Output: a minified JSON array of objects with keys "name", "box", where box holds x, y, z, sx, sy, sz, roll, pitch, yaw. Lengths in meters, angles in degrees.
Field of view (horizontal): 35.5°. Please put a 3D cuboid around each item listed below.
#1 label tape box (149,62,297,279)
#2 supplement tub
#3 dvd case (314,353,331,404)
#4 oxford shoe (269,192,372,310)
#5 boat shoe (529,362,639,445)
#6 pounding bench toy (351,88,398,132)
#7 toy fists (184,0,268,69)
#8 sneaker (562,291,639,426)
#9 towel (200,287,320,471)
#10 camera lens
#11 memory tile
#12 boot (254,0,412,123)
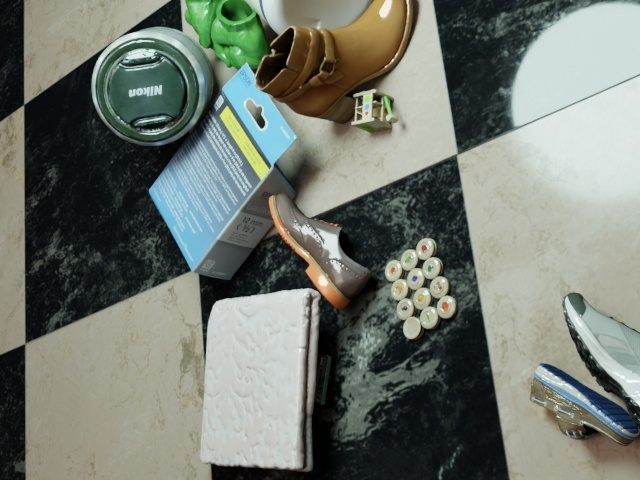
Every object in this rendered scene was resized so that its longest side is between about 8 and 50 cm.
[{"name":"label tape box","box":[-0.167,-0.133,1.964,0.348,0.115,0.249,-49,51,20]},{"name":"supplement tub","box":[-0.065,-0.538,1.876,0.235,0.235,0.325,-55,48,19]},{"name":"dvd case","box":[-0.032,0.245,1.805,0.119,0.013,0.087,2,81,43]},{"name":"oxford shoe","box":[0.000,0.000,1.796,0.098,0.097,0.271,-41,59,8]},{"name":"boat shoe","box":[0.365,0.242,1.394,0.183,0.066,0.066,38,111,53]},{"name":"pounding bench toy","box":[0.104,-0.234,1.766,0.083,0.052,0.065,-6,76,43]},{"name":"toy fists","box":[-0.197,-0.436,2.041,0.096,0.142,0.279,-36,48,-14]},{"name":"sneaker","box":[0.423,0.161,1.345,0.108,0.100,0.271,-35,47,-2]},{"name":"towel","box":[-0.112,0.254,1.820,0.331,0.053,0.317,-12,73,52]},{"name":"camera lens","box":[-0.331,-0.315,2.016,0.219,0.219,0.274,-62,7,13]},{"name":"memory tile","box":[0.164,0.080,1.658,0.113,0.012,0.148,-36,57,33]},{"name":"boot","box":[0.021,-0.348,1.756,0.283,0.220,0.109,-53,49,20]}]
